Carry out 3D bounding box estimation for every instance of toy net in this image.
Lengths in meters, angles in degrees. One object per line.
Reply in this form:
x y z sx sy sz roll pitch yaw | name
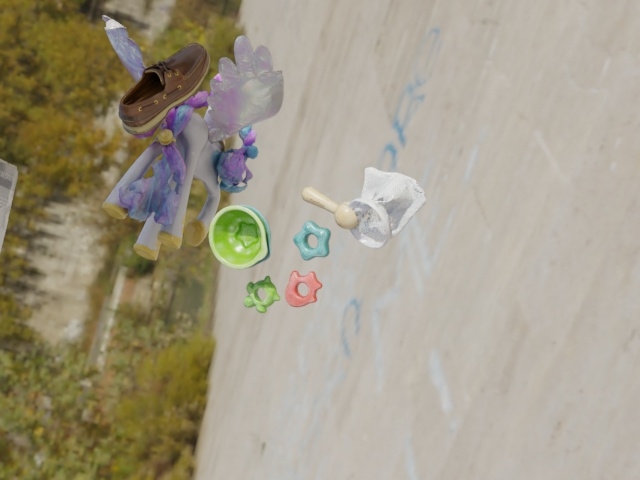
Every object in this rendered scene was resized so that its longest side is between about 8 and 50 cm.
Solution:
0.000 0.000 1.088 0.045 0.232 0.122 -11 -95 -65 | toy net

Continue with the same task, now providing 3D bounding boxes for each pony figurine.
-0.215 -0.173 1.712 0.351 0.303 0.363 72 -141 -68 | pony figurine

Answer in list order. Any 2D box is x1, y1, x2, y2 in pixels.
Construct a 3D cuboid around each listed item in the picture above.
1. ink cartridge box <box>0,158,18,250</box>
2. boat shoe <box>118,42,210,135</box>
-0.491 0.008 1.264 0.309 0.130 0.272 84 -162 -85 | ink cartridge box
-0.228 -0.232 1.558 0.178 0.064 0.060 -49 -29 -22 | boat shoe
